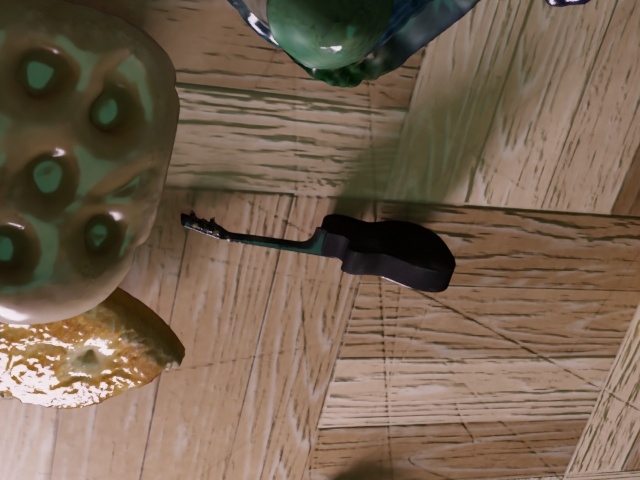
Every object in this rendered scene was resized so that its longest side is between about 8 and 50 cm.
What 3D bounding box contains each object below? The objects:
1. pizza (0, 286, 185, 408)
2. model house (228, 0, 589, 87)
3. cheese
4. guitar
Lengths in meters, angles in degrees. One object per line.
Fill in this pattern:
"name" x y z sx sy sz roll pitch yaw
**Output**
"pizza" -0.234 0.067 0.722 0.271 0.056 0.134 6 126 -19
"model house" 0.079 -0.216 0.563 0.298 0.284 0.243 -41 121 4
"cheese" -0.197 -0.065 0.612 0.218 0.117 0.235 -27 117 -24
"guitar" 0.000 0.000 0.784 0.233 0.088 0.025 10 116 -16
